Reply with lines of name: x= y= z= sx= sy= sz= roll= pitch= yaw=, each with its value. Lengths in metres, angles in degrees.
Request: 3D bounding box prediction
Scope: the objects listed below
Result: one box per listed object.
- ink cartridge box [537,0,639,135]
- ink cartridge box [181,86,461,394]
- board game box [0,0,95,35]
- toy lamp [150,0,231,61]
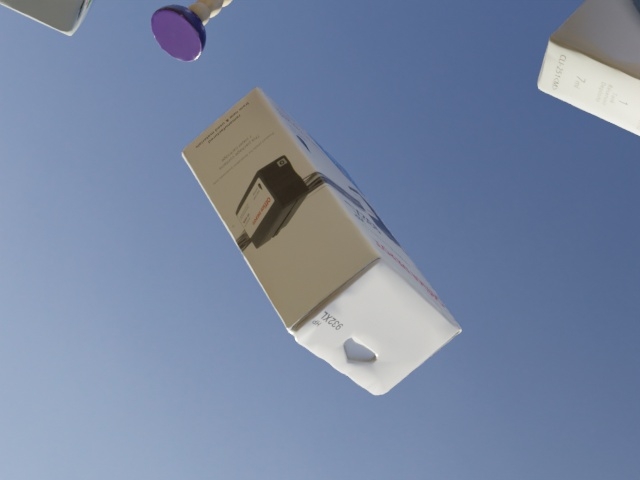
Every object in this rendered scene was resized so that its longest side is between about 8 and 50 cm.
ink cartridge box: x=0.358 y=-0.170 z=0.884 sx=0.239 sy=0.275 sz=0.060 roll=30 pitch=-38 yaw=21
ink cartridge box: x=0.000 y=0.000 z=1.178 sx=0.129 sy=0.223 sz=0.307 roll=-40 pitch=-129 yaw=8
board game box: x=-0.162 y=-0.295 z=0.753 sx=0.224 sy=0.098 sz=0.303 roll=-61 pitch=-165 yaw=17
toy lamp: x=-0.094 y=-0.320 z=1.232 sx=0.080 sy=0.080 sz=0.274 roll=2 pitch=-137 yaw=39
